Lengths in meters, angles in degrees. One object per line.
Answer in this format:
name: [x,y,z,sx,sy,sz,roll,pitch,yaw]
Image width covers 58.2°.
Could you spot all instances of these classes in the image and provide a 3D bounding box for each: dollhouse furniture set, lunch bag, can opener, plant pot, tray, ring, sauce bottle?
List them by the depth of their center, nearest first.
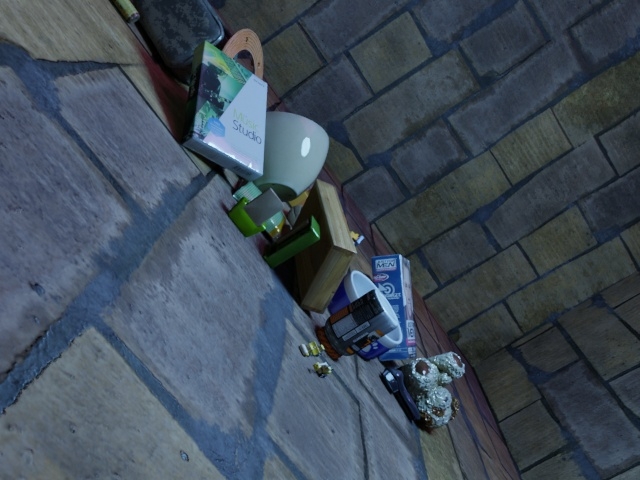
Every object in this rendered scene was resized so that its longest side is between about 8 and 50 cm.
dollhouse furniture set: [-0.118,-0.090,1.552,0.198,0.151,0.301,53,12,-17]
sauce bottle: [-0.559,-0.671,1.607,0.128,0.042,0.042,53,12,-9]
tray: [-0.001,0.004,1.629,0.076,0.203,0.411,20,25,-18]
plant pot: [-0.122,-0.229,1.739,0.284,0.284,0.191,40,50,-54]
ring: [-0.263,-0.480,1.773,0.032,0.337,0.336,19,4,13]
lunch bag: [-0.401,-0.633,1.774,0.305,0.212,0.256,57,1,11]
can opener: [0.250,0.478,1.793,0.186,0.073,0.059,59,-27,-1]

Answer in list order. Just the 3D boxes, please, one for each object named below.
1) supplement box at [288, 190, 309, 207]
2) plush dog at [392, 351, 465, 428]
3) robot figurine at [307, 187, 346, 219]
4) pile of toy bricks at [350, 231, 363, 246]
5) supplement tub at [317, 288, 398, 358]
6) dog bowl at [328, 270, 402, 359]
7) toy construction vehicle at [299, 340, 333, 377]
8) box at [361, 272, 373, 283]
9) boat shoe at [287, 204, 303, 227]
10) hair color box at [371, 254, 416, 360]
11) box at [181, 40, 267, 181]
supplement box: [-0.123,-0.218,2.076,0.233,0.078,0.080,55,11,-10]
plush dog: [0.358,0.511,1.917,0.262,0.210,0.226,1,67,-43]
robot figurine: [0.015,-0.099,2.189,0.219,0.128,0.158,55,-13,-4]
pile of toy bricks: [0.038,0.022,1.796,0.105,0.118,0.212,43,55,1]
supplement tub: [0.095,0.219,1.482,0.117,0.190,0.117,52,13,-17]
dog bowl: [0.136,0.231,1.784,0.265,0.104,0.265,47,18,-21]
toy construction vehicle: [-0.004,0.269,1.328,0.098,0.035,0.086,37,22,-58]
box: [0.141,0.178,2.014,0.087,0.102,0.101,58,11,17]
boat shoe: [0.000,0.000,1.931,0.285,0.102,0.092,51,16,4]
hair color box: [0.255,0.232,1.977,0.174,0.105,0.348,25,60,-70]
box: [-0.247,-0.345,1.540,0.232,0.058,0.322,26,52,-42]
